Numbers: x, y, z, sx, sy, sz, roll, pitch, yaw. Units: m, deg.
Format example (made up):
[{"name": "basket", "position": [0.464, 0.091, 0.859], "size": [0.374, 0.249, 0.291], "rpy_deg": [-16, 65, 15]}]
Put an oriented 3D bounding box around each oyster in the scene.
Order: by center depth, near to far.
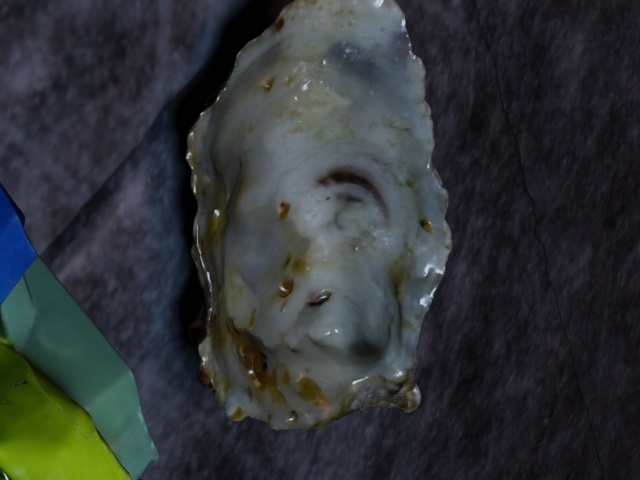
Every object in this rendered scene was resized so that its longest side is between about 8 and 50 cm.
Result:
[{"name": "oyster", "position": [-0.019, 0.021, 0.919], "size": [0.204, 0.111, 0.396], "rpy_deg": [-28, 132, -24]}]

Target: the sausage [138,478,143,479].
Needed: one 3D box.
[{"name": "sausage", "position": [-0.146, 0.206, 0.834], "size": [0.141, 0.076, 0.076], "rpy_deg": [-53, 144, -23]}]

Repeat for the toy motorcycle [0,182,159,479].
[{"name": "toy motorcycle", "position": [-0.189, -0.011, 0.410], "size": [0.191, 0.326, 0.200], "rpy_deg": [-41, 136, -38]}]
